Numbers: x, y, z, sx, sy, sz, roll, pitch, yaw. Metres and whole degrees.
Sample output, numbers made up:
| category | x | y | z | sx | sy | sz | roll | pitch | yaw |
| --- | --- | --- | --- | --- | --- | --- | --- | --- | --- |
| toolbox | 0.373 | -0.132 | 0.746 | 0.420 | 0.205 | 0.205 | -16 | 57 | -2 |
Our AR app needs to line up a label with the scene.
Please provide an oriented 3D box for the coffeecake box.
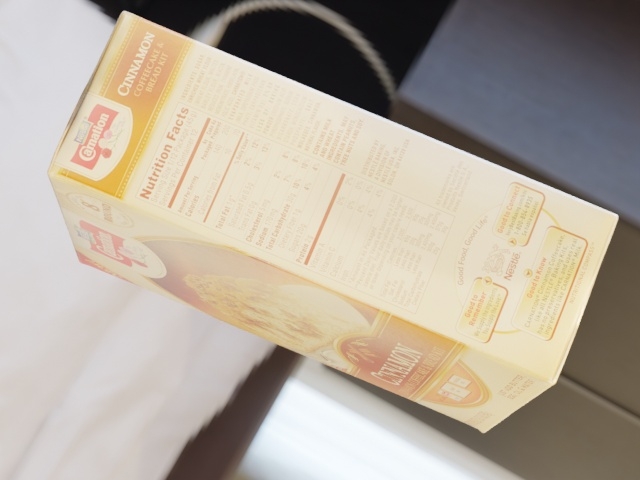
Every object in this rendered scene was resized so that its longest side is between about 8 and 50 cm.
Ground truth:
| category | x | y | z | sx | sy | sz | roll | pitch | yaw |
| --- | --- | --- | --- | --- | --- | --- | --- | --- | --- |
| coffeecake box | 0.000 | 0.000 | 0.604 | 0.142 | 0.186 | 0.068 | 105 | 8 | -76 |
